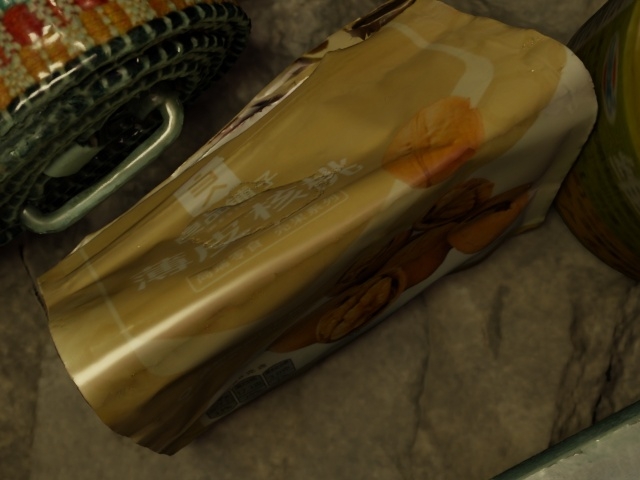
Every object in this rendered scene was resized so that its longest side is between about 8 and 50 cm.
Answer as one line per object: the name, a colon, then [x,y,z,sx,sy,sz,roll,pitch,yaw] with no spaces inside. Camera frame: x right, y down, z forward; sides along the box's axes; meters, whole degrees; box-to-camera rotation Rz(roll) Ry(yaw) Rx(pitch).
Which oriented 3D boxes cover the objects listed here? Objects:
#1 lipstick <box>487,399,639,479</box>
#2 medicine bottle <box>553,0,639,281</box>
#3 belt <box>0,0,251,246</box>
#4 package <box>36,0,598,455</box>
lipstick: [0.251,0.131,0.711,0.290,0.077,0.076,-26,84,0]
medicine bottle: [0.263,-0.080,0.568,0.224,0.384,0.224,0,87,-1]
belt: [-0.185,-0.087,0.652,0.295,0.207,0.160,-37,86,0]
package: [-0.018,-0.025,0.644,0.311,0.221,0.165,-34,74,-7]
